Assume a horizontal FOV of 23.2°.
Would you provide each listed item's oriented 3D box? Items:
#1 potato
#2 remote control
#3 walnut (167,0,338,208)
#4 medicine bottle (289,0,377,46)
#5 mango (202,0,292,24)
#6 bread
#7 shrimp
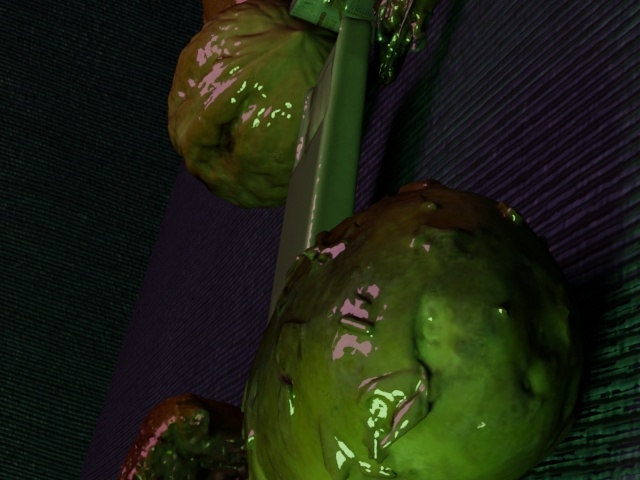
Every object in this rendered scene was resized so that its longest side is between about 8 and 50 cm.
[{"bbox_3d":[0.024,0.060,0.629,0.251,0.113,0.149,139,145,-68],"label":"potato"},{"bbox_3d":[0.000,0.000,0.999,0.123,0.038,0.285,121,159,-65],"label":"remote control"},{"bbox_3d":[-0.043,-0.112,1.245,0.184,0.155,0.155,123,163,-59],"label":"walnut"},{"bbox_3d":[0.023,-0.178,1.180,0.047,0.083,0.047,-160,90,-80],"label":"medicine bottle"},{"bbox_3d":[-0.048,-0.259,1.582,0.166,0.136,0.236,-51,32,31],"label":"mango"},{"bbox_3d":[-0.135,0.295,1.092,0.185,0.109,0.380,-124,56,-79],"label":"bread"},{"bbox_3d":[0.075,-0.197,1.060,0.150,0.051,0.217,131,161,-80],"label":"shrimp"}]
